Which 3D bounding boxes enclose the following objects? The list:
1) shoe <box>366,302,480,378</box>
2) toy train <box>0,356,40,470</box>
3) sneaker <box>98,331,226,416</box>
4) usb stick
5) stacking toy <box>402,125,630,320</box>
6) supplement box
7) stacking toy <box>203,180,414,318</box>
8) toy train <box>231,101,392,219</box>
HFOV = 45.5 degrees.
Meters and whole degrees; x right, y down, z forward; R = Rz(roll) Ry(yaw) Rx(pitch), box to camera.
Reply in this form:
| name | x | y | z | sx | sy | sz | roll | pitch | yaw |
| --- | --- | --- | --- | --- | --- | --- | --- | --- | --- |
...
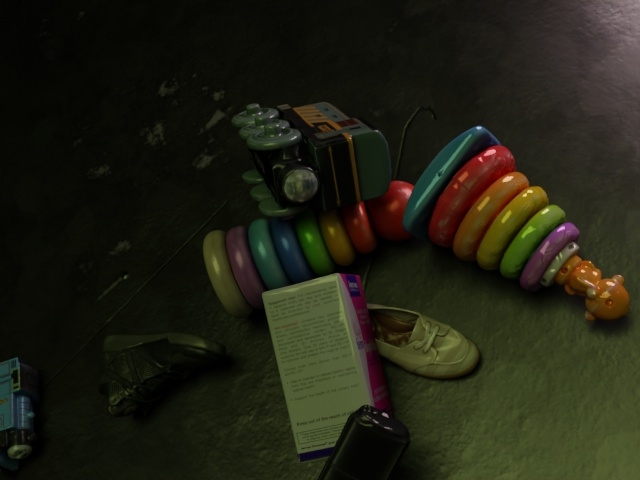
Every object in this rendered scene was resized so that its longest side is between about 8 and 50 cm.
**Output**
| name | x | y | z | sx | sy | sz | roll | pitch | yaw |
| --- | --- | --- | --- | --- | --- | --- | --- | --- | --- |
| shoe | 0.110 | 0.133 | 1.047 | 0.219 | 0.058 | 0.076 | 13 | 70 | 30 |
| toy train | -0.515 | 0.285 | 1.243 | 0.105 | 0.080 | 0.184 | -21 | 56 | 6 |
| sneaker | -0.245 | 0.207 | 1.157 | 0.228 | 0.087 | 0.130 | -7 | 63 | 25 |
| usb stick | 0.020 | 0.326 | 0.921 | 0.077 | 0.045 | 0.277 | 25 | 105 | 1 |
| stacking toy | 0.275 | 0.000 | 1.004 | 0.302 | 0.166 | 0.175 | 40 | 99 | 24 |
| supplement box | 0.013 | 0.161 | 0.999 | 0.114 | 0.111 | 0.219 | -17 | 82 | 16 |
| stacking toy | 0.000 | 0.000 | 1.142 | 0.331 | 0.141 | 0.141 | -20 | 57 | 5 |
| toy train | -0.021 | -0.132 | 1.147 | 0.190 | 0.142 | 0.334 | -12 | 21 | -9 |
